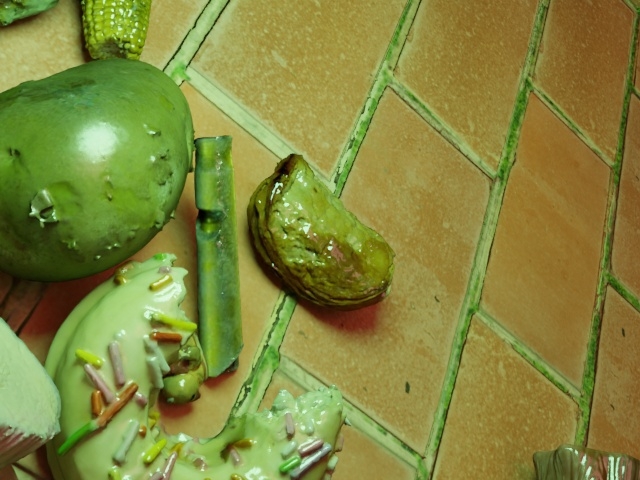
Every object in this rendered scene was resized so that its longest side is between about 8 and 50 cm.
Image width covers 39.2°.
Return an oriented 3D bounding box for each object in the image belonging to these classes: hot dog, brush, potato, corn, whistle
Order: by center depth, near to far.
[{"bbox_3d":[-0.344,0.215,0.900,0.267,0.166,0.174,58,8,-15],"label":"brush"},{"bbox_3d":[-0.275,-0.103,1.097,0.269,0.219,0.359,15,36,19],"label":"potato"},{"bbox_3d":[-0.138,0.021,1.221,0.068,0.057,0.327,-7,95,-58],"label":"whistle"},{"bbox_3d":[-0.298,-0.401,1.331,0.115,0.115,0.318,13,62,-36],"label":"corn"},{"bbox_3d":[-0.003,0.000,1.374,0.259,0.114,0.175,46,42,-15],"label":"hot dog"}]

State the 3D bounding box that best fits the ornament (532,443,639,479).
[{"bbox_3d":[0.452,0.474,1.457,0.235,0.221,0.218,52,42,-46],"label":"ornament"}]

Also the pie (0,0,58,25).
[{"bbox_3d":[-0.471,-0.477,1.171,0.418,0.180,0.395,-24,85,-47],"label":"pie"}]

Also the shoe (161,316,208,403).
[{"bbox_3d":[-0.189,0.156,1.162,0.069,0.072,0.109,-28,125,-63],"label":"shoe"}]

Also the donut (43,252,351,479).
[{"bbox_3d":[-0.155,0.217,1.050,0.371,0.150,0.307,41,73,-14],"label":"donut"}]
